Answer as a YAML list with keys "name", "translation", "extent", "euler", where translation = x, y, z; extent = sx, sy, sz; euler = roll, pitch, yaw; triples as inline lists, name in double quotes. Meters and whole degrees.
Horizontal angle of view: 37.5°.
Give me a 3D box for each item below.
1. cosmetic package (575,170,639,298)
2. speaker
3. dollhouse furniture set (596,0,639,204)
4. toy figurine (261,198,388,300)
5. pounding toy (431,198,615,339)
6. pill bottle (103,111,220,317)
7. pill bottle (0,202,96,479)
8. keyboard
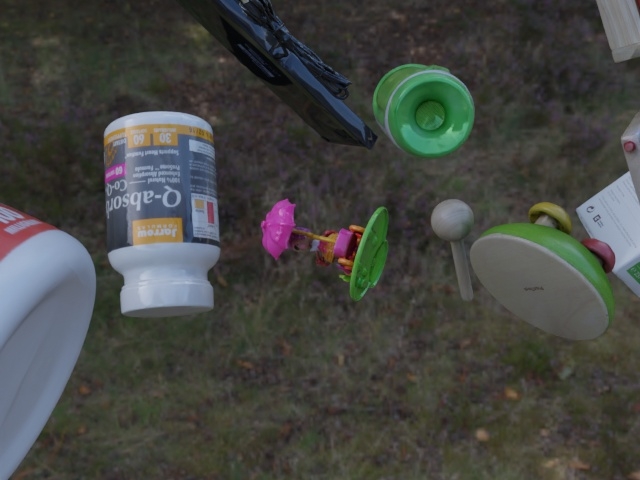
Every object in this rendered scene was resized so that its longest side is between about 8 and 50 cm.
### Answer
- name: "cosmetic package"
  translation: [0.598, -0.066, 1.401]
  extent: [0.365, 0.197, 0.155]
  euler: [-39, 40, 21]
- name: "speaker"
  translation: [0.148, -0.197, 1.402]
  extent: [0.131, 0.131, 0.296]
  euler: [-4, 13, 0]
- name: "dollhouse furniture set"
  translation: [0.251, -0.121, 0.585]
  extent: [0.129, 0.183, 0.129]
  euler: [-13, 15, 32]
- name: "toy figurine"
  translation: [0.000, 0.000, 1.282]
  extent: [0.159, 0.130, 0.173]
  euler: [17, -6, 15]
- name: "pounding toy"
  translation: [0.266, 0.014, 1.143]
  extent: [0.237, 0.183, 0.110]
  euler: [19, 60, 42]
- name: "pill bottle"
  translation: [-0.228, -0.034, 1.365]
  extent: [0.162, 0.278, 0.162]
  euler: [-5, -11, -1]
- name: "pill bottle"
  translation: [-0.355, 0.024, 0.622]
  extent: [0.363, 0.210, 0.210]
  euler: [24, 31, 4]
- name: "keyboard"
  translation: [-0.050, -0.212, 1.054]
  extent: [0.033, 0.317, 0.201]
  euler: [-54, 26, -8]
